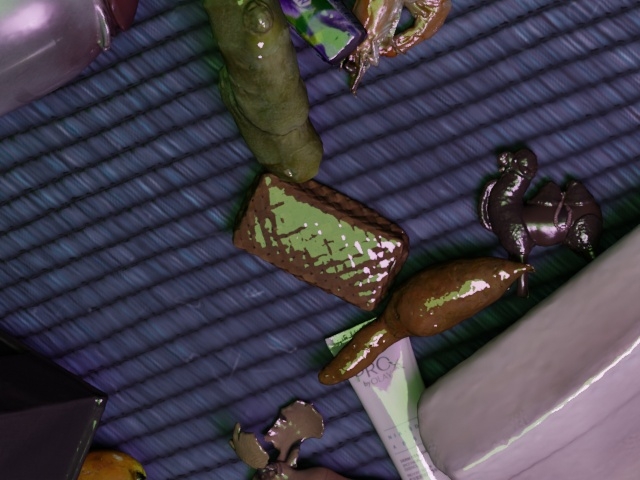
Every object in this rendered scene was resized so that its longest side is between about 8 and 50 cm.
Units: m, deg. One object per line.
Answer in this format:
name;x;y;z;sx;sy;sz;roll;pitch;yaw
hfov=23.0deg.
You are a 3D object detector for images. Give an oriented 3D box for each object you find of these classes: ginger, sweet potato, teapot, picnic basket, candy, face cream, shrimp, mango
ginger;-0.066;-0.176;1.619;0.089;0.137;0.290;-18;143;0
sweet potato;0.106;0.074;1.714;0.269;0.075;0.075;-31;97;15
teapot;-0.353;-0.279;1.638;0.312;0.233;0.315;-19;72;1
picnic basket;0.000;0.000;1.730;0.193;0.055;0.110;26;102;-3
candy;0.295;0.146;1.655;0.359;0.145;0.208;-40;131;11
candy;-0.073;-0.307;1.637;0.061;0.088;0.312;-43;87;11
face cream;0.097;0.202;1.765;0.092;0.058;0.243;-24;92;6
shrimp;0.077;-0.236;1.690;0.099;0.041;0.180;25;101;-16
mango;-0.291;0.325;1.789;0.233;0.111;0.125;-44;63;21

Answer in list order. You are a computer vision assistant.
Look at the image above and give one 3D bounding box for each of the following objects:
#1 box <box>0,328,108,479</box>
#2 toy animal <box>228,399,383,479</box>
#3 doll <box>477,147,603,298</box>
box;-0.430;0.270;1.694;0.251;0.204;0.345;27;103;29
toy animal;-0.003;0.282;1.776;0.214;0.094;0.186;6;106;-4
doll;0.242;-0.020;1.709;0.139;0.057;0.165;-7;96;9
